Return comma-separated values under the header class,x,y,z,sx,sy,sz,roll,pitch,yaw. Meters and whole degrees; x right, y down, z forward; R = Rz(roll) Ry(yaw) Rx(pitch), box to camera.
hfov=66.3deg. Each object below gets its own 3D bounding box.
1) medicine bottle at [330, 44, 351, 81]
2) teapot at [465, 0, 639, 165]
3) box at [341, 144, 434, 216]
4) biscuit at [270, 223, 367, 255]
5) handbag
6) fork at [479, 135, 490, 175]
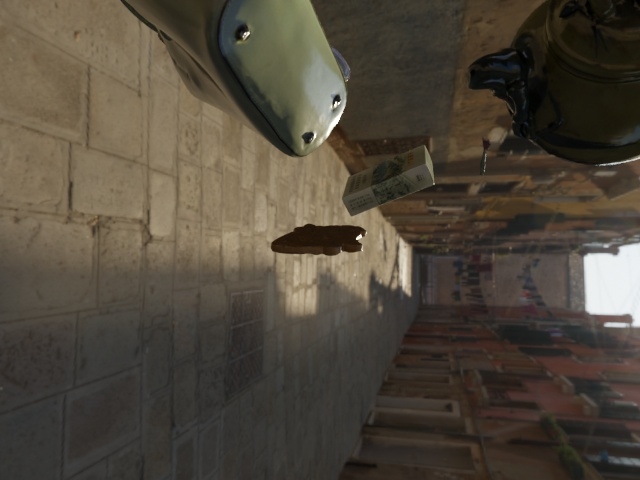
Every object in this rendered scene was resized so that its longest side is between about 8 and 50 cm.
class,x,y,z,sx,sy,sz,roll,pitch,yaw
medicine bottle,-0.035,-0.439,1.331,0.115,0.219,0.078,36,53,-34
teapot,0.259,-0.166,0.410,0.182,0.269,0.173,42,37,-63
box,0.197,-0.175,1.426,0.069,0.256,0.164,60,22,-22
biscuit,0.000,0.000,1.053,0.250,0.162,0.035,-8,110,-37
handbag,-0.135,-0.204,0.492,0.109,0.315,0.241,-56,149,-12
fork,0.299,-0.155,0.894,0.012,0.016,0.115,-43,150,-10
